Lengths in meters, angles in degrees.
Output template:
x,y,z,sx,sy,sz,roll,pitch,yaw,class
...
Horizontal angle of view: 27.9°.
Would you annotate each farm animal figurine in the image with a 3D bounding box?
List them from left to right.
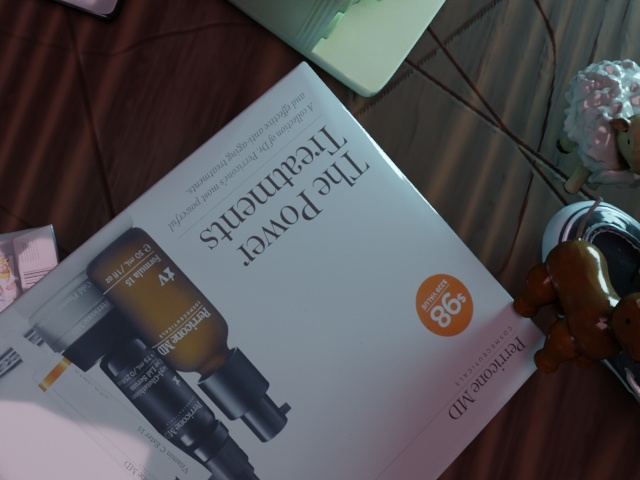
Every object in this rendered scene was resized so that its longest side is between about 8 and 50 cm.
x,y,z,sx,sy,sz,roll,pitch,yaw,class
0.325,0.021,0.923,0.330,0.172,0.326,23,48,-8,farm animal figurine

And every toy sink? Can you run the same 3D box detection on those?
x,y,z,sx,sy,sz,roll,pitch,yaw,class
0.001,-0.249,1.002,0.234,0.131,0.153,36,73,-4,toy sink

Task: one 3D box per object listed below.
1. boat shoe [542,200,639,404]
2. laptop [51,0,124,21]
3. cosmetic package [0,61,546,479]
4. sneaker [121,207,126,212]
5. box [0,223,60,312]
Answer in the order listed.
x,y,z,sx,sy,sz,roll,pitch,yaw,class
0.286,0.097,1.030,0.108,0.102,0.301,-28,89,-11,boat shoe
-0.279,-0.429,0.935,0.408,0.236,0.382,20,81,-6,laptop
-0.059,0.099,0.896,0.377,0.097,0.284,-43,95,-23,cosmetic package
-0.064,0.059,0.999,0.090,0.081,0.232,-32,89,-25,sneaker
-0.282,0.076,0.976,0.186,0.038,0.145,-11,85,-11,box
